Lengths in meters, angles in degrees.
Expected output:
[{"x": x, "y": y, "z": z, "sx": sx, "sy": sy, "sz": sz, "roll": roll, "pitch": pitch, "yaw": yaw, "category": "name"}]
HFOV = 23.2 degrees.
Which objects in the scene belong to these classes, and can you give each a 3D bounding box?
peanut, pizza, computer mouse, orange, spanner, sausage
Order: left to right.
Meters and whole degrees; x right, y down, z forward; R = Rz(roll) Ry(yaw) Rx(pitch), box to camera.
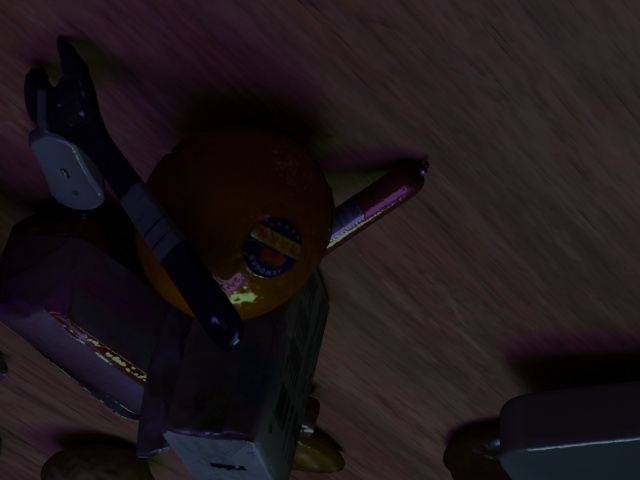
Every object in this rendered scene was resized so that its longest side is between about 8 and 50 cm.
[{"x": -0.233, "y": -0.075, "z": 1.449, "sx": 0.056, "sy": 0.032, "sz": 0.110, "roll": 0, "pitch": 138, "yaw": 19, "category": "computer mouse"}, {"x": -0.296, "y": 0.334, "z": 2.102, "sx": 0.159, "sy": 0.109, "sz": 0.140, "roll": -7, "pitch": 145, "yaw": 34, "category": "peanut"}, {"x": -0.152, "y": -0.039, "z": 1.279, "sx": 0.024, "sy": 0.316, "sz": 0.087, "roll": -16, "pitch": 150, "yaw": -43, "category": "spanner"}, {"x": -0.075, "y": -0.016, "z": 1.343, "sx": 0.155, "sy": 0.177, "sz": 0.177, "roll": 27, "pitch": 148, "yaw": -29, "category": "orange"}, {"x": -0.066, "y": 0.259, "z": 1.957, "sx": 0.185, "sy": 0.036, "sz": 0.176, "roll": 23, "pitch": 151, "yaw": -21, "category": "pizza"}, {"x": 0.000, "y": 0.000, "z": 1.406, "sx": 0.253, "sy": 0.034, "sz": 0.034, "roll": -34, "pitch": 130, "yaw": 24, "category": "sausage"}]

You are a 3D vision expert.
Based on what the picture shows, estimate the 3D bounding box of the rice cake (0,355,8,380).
[{"x": -0.466, "y": 0.120, "z": 1.873, "sx": 0.207, "sy": 0.036, "sz": 0.047, "roll": 32, "pitch": 155, "yaw": -30, "category": "rice cake"}]

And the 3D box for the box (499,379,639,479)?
[{"x": 0.414, "y": 0.251, "z": 1.678, "sx": 0.373, "sy": 0.090, "sz": 0.367, "roll": -10, "pitch": 145, "yaw": 22, "category": "box"}]

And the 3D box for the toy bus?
[{"x": -0.196, "y": 0.082, "z": 1.599, "sx": 0.127, "sy": 0.147, "sz": 0.303, "roll": -4, "pitch": 146, "yaw": 37, "category": "toy bus"}]

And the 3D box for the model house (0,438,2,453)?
[{"x": -0.611, "y": 0.344, "z": 2.084, "sx": 0.298, "sy": 0.284, "sz": 0.243, "roll": 8, "pitch": 155, "yaw": 8, "category": "model house"}]

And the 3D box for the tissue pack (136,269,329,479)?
[{"x": -0.090, "y": 0.119, "z": 1.526, "sx": 0.145, "sy": 0.229, "sz": 0.159, "roll": 6, "pitch": 151, "yaw": 15, "category": "tissue pack"}]

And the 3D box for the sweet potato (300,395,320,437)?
[{"x": -0.140, "y": 0.163, "z": 1.795, "sx": 0.281, "sy": 0.059, "sz": 0.067, "roll": 19, "pitch": 162, "yaw": -11, "category": "sweet potato"}]

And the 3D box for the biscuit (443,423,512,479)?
[{"x": 0.250, "y": 0.272, "z": 1.855, "sx": 0.212, "sy": 0.036, "sz": 0.212, "roll": 9, "pitch": 150, "yaw": 5, "category": "biscuit"}]
